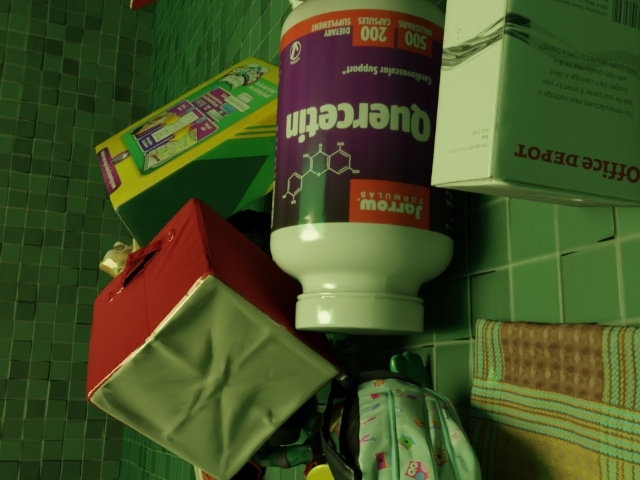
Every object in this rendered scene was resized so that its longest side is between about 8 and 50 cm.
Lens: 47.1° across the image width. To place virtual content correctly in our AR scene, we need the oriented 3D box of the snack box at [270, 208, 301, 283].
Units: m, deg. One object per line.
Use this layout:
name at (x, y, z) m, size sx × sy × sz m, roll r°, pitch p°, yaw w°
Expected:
snack box at (0.000, 0.000, 0.963) m, size 0.207 × 0.070 × 0.175 m, roll 138°, pitch 132°, yaw -57°

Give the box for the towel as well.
towel at (0.177, 0.243, 0.517) m, size 0.271 × 0.040 × 0.370 m, roll 170°, pitch 106°, yaw -66°

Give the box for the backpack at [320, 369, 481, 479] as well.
backpack at (0.066, 0.189, 0.595) m, size 0.182 × 0.115 × 0.152 m, roll -74°, pitch -28°, yaw -85°

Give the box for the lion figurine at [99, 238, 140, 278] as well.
lion figurine at (-0.225, 0.081, 1.246) m, size 0.392 × 0.142 × 0.240 m, roll 69°, pitch -164°, yaw -52°

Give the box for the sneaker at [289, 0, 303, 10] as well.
sneaker at (0.030, -0.404, 0.962) m, size 0.129 × 0.111 × 0.297 m, roll -4°, pitch 81°, yaw 61°

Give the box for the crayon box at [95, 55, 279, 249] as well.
crayon box at (-0.166, -0.142, 1.103) m, size 0.106 × 0.313 × 0.363 m, roll 62°, pitch 172°, yaw -27°

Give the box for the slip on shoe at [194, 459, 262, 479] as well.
slip on shoe at (-0.141, 0.365, 1.178) m, size 0.101 × 0.123 × 0.331 m, roll -35°, pitch 38°, yaw 19°

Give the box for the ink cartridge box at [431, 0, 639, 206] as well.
ink cartridge box at (0.162, -0.125, 0.519) m, size 0.082 × 0.139 × 0.191 m, roll -175°, pitch 92°, yaw -66°

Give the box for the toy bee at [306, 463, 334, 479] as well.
toy bee at (0.043, 0.336, 0.715) m, size 0.298 × 0.162 × 0.195 m, roll -105°, pitch -3°, yaw -66°

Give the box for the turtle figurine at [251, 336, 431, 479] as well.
turtle figurine at (0.018, 0.192, 0.814) m, size 0.175 × 0.118 × 0.234 m, roll -57°, pitch 13°, yaw -31°

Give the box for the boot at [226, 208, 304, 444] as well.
boot at (-0.096, 0.110, 1.082) m, size 0.348 × 0.131 × 0.260 m, roll -134°, pitch 54°, yaw -62°

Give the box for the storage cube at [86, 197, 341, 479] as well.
storage cube at (-0.123, 0.104, 0.800) m, size 0.183 × 0.215 × 0.193 m, roll -45°, pitch 27°, yaw 8°

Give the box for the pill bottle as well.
pill bottle at (0.043, -0.071, 0.735) m, size 0.181 × 0.181 × 0.323 m, roll 159°, pitch 115°, yaw -65°

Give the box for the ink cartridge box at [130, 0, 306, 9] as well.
ink cartridge box at (0.026, -0.349, 0.652) m, size 0.091 × 0.385 × 0.308 m, roll 41°, pitch 133°, yaw 10°
